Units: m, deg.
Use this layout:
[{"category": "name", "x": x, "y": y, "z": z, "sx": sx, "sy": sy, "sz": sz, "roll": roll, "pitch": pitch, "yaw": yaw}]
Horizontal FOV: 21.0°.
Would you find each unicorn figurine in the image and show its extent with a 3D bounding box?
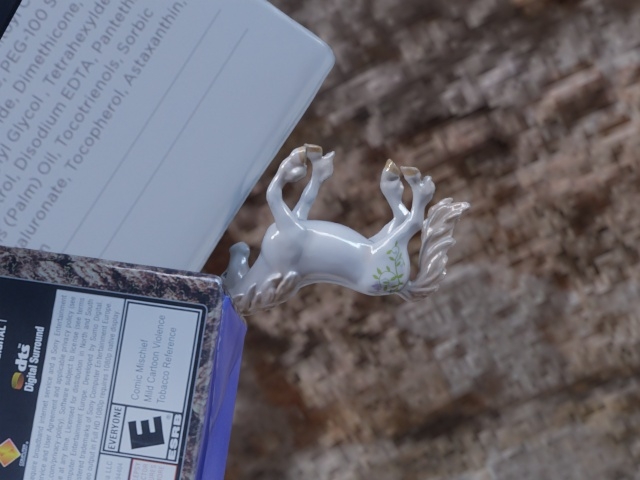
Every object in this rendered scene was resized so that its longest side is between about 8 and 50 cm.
[{"category": "unicorn figurine", "x": 0.000, "y": 0.000, "z": 1.034, "sx": 0.162, "sy": 0.111, "sz": 0.060, "roll": 14, "pitch": 9, "yaw": 15}]

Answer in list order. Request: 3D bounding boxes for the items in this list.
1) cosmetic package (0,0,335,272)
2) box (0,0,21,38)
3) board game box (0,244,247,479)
[{"category": "cosmetic package", "x": -0.266, "y": -0.085, "z": 1.125, "sx": 0.327, "sy": 0.393, "sz": 0.329, "roll": -58, "pitch": 13, "yaw": -9}, {"category": "box", "x": -0.179, "y": -0.073, "z": 0.638, "sx": 0.183, "sy": 0.059, "sz": 0.232, "roll": -59, "pitch": -2, "yaw": 6}, {"category": "board game box", "x": -0.197, "y": 0.120, "z": 0.811, "sx": 0.291, "sy": 0.141, "sz": 0.232, "roll": 8, "pitch": 80, "yaw": 4}]
